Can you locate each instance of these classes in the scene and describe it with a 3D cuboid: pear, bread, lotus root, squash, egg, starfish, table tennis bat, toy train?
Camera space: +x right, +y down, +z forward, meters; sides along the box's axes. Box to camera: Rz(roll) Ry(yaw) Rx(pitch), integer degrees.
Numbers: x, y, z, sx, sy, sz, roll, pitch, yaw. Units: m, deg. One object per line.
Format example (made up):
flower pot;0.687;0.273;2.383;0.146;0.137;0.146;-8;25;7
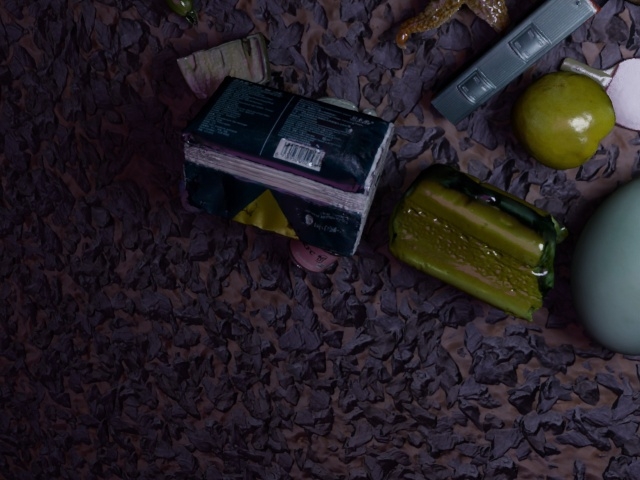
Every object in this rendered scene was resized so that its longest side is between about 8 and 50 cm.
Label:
pear;0.483;-0.241;1.192;0.200;0.200;0.200;7;110;20
bread;0.341;-0.014;1.312;0.376;0.208;0.251;26;122;12
lotus root;-0.219;-0.424;1.444;0.234;0.138;0.119;-8;109;24
squash;-0.409;-0.671;1.472;0.318;0.071;0.080;49;118;1
egg;0.648;0.049;1.170;0.276;0.276;0.389;16;114;17
starfish;0.298;-0.539;1.221;0.375;0.094;0.327;-35;90;23
table tennis bat;0.610;-0.314;1.212;0.246;0.022;0.138;28;115;9
toy train;0.395;-0.385;1.181;0.086;0.089;0.409;41;133;-13

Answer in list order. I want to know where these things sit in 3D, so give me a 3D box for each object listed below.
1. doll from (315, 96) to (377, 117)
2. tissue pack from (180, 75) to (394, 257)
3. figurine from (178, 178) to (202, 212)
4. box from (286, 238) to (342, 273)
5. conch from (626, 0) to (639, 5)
doll;0.031;-0.292;1.424;0.214;0.071;0.104;7;130;11
tissue pack;-0.074;-0.172;1.336;0.416;0.264;0.253;17;141;5
figurine;-0.347;-0.115;1.640;0.114;0.079;0.114;19;150;11
box;0.000;0.000;1.494;0.151;0.151;0.135;48;126;1
conch;0.615;-0.535;1.056;0.291;0.159;0.210;40;116;3
